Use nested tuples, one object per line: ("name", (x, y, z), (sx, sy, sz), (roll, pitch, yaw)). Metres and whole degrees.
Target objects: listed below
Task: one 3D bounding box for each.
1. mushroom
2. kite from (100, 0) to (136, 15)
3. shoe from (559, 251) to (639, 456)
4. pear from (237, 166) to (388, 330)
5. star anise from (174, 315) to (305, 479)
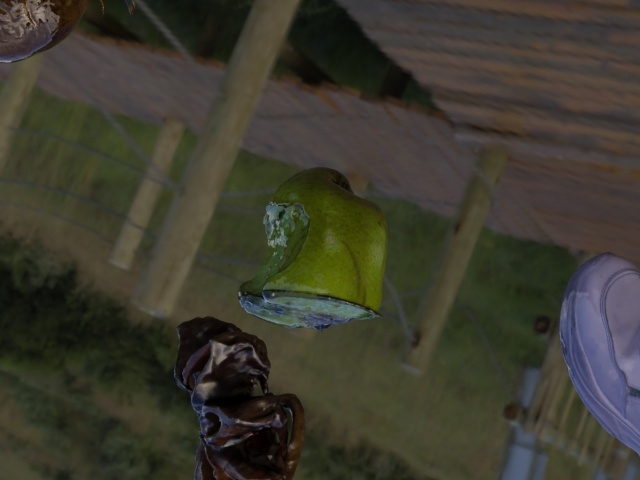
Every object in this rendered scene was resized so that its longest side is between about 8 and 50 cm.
("mushroom", (-0.432, -0.370, 1.553), (0.253, 0.253, 0.153), (20, 160, 10))
("kite", (-0.348, -0.464, 1.895), (0.006, 0.198, 0.244), (16, 148, 18))
("shoe", (0.275, 0.112, 0.825), (0.245, 0.095, 0.137), (61, 150, 5))
("pear", (0.000, 0.000, 1.752), (0.164, 0.256, 0.238), (24, 160, -28))
("star anise", (-0.085, 0.187, 1.193), (0.125, 0.220, 0.190), (-14, -160, -24))
